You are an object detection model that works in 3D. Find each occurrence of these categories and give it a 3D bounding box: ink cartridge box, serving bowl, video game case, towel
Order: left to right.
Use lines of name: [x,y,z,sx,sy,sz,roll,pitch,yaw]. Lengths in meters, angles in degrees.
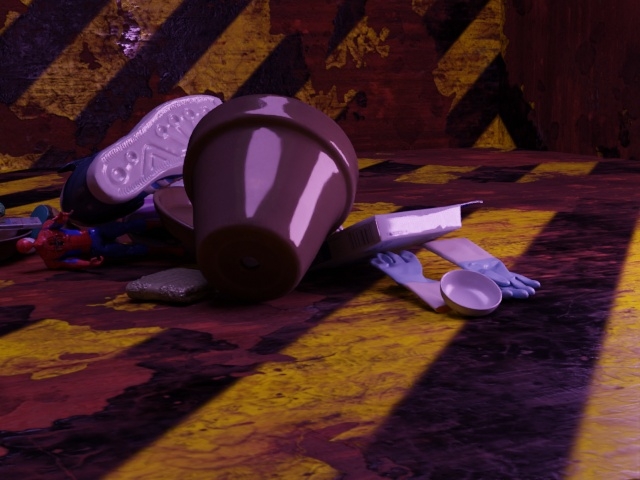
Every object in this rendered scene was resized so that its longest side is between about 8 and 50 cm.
video game case: [-0.561,-0.028,1.885,0.122,0.011,0.087,-3,10,-19]
towel: [-0.202,0.066,1.541,0.110,0.027,0.148,5,9,23]
ink cartridge box: [0.112,-0.005,1.679,0.224,0.045,0.223,-10,-8,-35]
serving bowl: [0.197,0.075,1.412,0.083,0.027,0.083,9,35,-6]

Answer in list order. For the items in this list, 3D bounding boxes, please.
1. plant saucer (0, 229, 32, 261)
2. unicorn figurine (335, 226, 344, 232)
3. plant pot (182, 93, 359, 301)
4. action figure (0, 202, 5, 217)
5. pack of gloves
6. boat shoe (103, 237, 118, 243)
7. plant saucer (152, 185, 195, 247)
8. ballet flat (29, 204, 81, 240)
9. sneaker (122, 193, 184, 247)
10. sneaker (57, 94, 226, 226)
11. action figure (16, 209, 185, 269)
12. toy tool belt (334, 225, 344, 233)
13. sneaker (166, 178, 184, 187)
plant saucer: [-0.658,0.009,1.838,0.310,0.050,0.310,0,10,0]
unicorn figurine: [0.005,-0.030,1.816,0.060,0.111,0.162,-31,-16,-12]
plant pot: [-0.086,-0.043,1.520,0.263,0.263,0.229,1,41,9]
action figure: [-0.720,-0.043,2.036,0.232,0.063,0.137,-14,-16,-32]
pack of gloves: [0.191,0.061,1.552,0.195,0.046,0.232,-6,21,-25]
boat shoe: [-0.402,-0.014,1.988,0.049,0.040,0.142,-3,10,-14]
plant saucer: [-0.150,-0.020,1.775,0.278,0.041,0.278,19,16,-6]
ballet flat: [-0.486,-0.013,1.954,0.073,0.080,0.232,26,0,-26]
sneaker: [-0.220,-0.029,1.954,0.282,0.102,0.161,-8,19,-11]
sneaker: [-0.320,-0.134,1.887,0.323,0.130,0.236,-36,7,-34]
action figure: [-0.350,-0.003,1.741,0.280,0.091,0.139,-5,-2,-27]
toy tool belt: [0.000,0.000,1.894,0.083,0.052,0.051,-1,40,19]
sneaker: [-0.194,-0.066,2.112,0.297,0.111,0.129,-1,15,3]
